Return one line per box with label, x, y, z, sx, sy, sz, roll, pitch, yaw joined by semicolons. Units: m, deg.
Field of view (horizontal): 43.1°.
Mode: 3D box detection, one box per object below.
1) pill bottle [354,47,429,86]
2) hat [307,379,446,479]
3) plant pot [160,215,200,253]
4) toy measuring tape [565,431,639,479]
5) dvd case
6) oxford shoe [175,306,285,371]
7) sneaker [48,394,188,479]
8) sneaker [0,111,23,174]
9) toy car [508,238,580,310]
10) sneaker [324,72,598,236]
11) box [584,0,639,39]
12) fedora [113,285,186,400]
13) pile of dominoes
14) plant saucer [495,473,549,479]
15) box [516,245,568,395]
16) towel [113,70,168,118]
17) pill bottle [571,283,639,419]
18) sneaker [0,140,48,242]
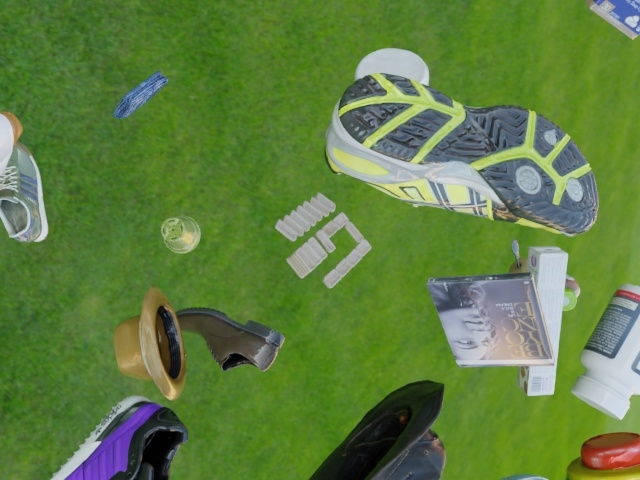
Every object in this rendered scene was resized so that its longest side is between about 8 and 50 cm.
pill bottle;0.166;-0.288;1.915;0.169;0.169;0.301;-45;152;-25
hat;0.114;0.384;1.356;0.331;0.134;0.331;-39;-175;4
plant pot;-0.303;-0.018;1.716;0.083;0.083;0.079;-60;173;-5
toy measuring tape;0.375;0.246;0.830;0.121;0.330;0.121;-13;90;-76
dvd case;0.277;0.134;1.308;0.018;0.164;0.221;-73;148;-41
oxford shoe;-0.184;0.183;1.485;0.096;0.227;0.083;-66;151;-18
sneaker;-0.291;0.354;1.136;0.293;0.146;0.102;-57;138;-28
sneaker;-0.539;-0.086;1.207;0.290;0.106;0.123;-35;-174;26
toy car;0.508;0.083;1.923;0.149;0.188;0.155;-31;-179;19
sneaker;0.187;-0.101;1.068;0.147;0.384;0.145;136;-27;-63
box;0.589;-0.464;1.410;0.136;0.036;0.225;20;132;-33
fedora;-0.270;0.166;1.267;0.079;0.194;0.194;-14;137;4
pile of dominoes;0.000;0.000;1.919;0.040;0.196;0.251;-38;-179;36
plant saucer;0.339;0.585;1.639;0.317;0.044;0.318;-17;129;-23
box;0.475;0.174;1.744;0.067;0.063;0.324;-2;105;-10
towel;-0.338;-0.271;1.525;0.067;0.029;0.119;-38;-168;42
pill bottle;0.449;0.166;1.198;0.180;0.108;0.108;-58;146;-6
sneaker;-0.550;-0.088;1.464;0.086;0.064;0.192;-25;101;-77
